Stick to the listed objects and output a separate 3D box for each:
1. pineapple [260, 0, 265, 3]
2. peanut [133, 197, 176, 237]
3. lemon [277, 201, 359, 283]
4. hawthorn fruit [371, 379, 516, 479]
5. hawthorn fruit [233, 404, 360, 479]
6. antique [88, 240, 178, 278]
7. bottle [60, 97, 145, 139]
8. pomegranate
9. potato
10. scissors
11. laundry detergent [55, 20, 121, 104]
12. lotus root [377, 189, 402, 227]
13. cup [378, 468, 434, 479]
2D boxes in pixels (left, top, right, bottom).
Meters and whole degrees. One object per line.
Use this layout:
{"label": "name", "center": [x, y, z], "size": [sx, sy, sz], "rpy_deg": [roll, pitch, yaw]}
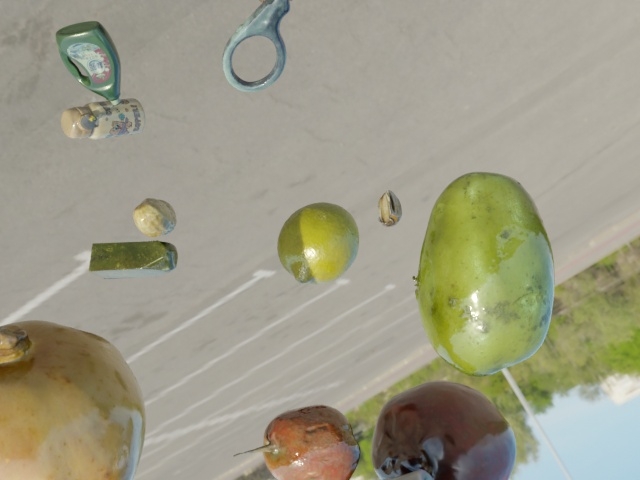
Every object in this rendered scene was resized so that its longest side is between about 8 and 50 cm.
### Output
{"label": "pineapple", "center": [-0.054, -0.547, 1.538], "size": [0.221, 0.083, 0.103], "rpy_deg": [-7, 132, 23]}
{"label": "peanut", "center": [-0.422, -0.061, 1.916], "size": [0.085, 0.104, 0.228], "rpy_deg": [-30, -179, 2]}
{"label": "lemon", "center": [0.000, 0.000, 1.732], "size": [0.184, 0.184, 0.248], "rpy_deg": [-46, -173, 47]}
{"label": "hawthorn fruit", "center": [0.247, 0.447, 1.572], "size": [0.324, 0.308, 0.308], "rpy_deg": [-8, 155, -39]}
{"label": "hawthorn fruit", "center": [-0.021, 0.317, 1.150], "size": [0.149, 0.149, 0.189], "rpy_deg": [-33, 136, 12]}
{"label": "antique", "center": [-0.477, 0.049, 1.914], "size": [0.220, 0.080, 0.081], "rpy_deg": [-2, 163, 15]}
{"label": "bottle", "center": [-0.562, -0.311, 1.920], "size": [0.110, 0.097, 0.209], "rpy_deg": [4, -164, 43]}
{"label": "pomegranate", "center": [-0.482, 0.306, 1.211], "size": [0.411, 0.412, 0.411], "rpy_deg": [-27, 165, -8]}
{"label": "potato", "center": [0.249, 0.053, 1.113], "size": [0.215, 0.305, 0.216], "rpy_deg": [9, -179, 0]}
{"label": "scissors", "center": [-0.022, -0.364, 0.944], "size": [0.383, 0.029, 0.256], "rpy_deg": [-27, 127, 22]}
{"label": "laundry detergent", "center": [-0.545, -0.419, 1.789], "size": [0.137, 0.063, 0.211], "rpy_deg": [-7, 135, 9]}
{"label": "lotus root", "center": [0.121, -0.050, 1.285], "size": [0.030, 0.083, 0.037], "rpy_deg": [25, 124, -19]}
{"label": "cup", "center": [0.063, 0.578, 1.306], "size": [0.371, 0.253, 0.253], "rpy_deg": [-29, 166, 11]}
